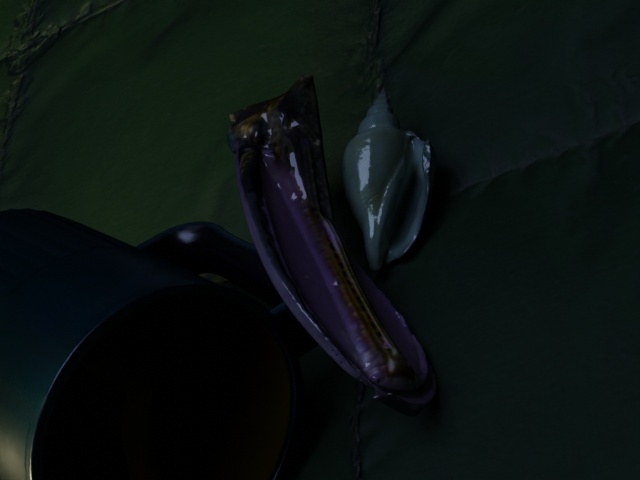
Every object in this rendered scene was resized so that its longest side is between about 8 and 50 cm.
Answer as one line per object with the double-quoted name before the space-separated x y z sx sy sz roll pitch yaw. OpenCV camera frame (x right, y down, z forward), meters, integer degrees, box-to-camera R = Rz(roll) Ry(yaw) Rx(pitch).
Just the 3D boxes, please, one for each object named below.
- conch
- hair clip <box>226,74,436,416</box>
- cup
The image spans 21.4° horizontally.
"conch" 0.063 -0.058 1.472 0.088 0.065 0.180 -10 64 17
"hair clip" -0.002 -0.001 1.395 0.095 0.110 0.359 -22 52 4
"cup" -0.179 0.088 1.408 0.292 0.242 0.308 21 74 50
